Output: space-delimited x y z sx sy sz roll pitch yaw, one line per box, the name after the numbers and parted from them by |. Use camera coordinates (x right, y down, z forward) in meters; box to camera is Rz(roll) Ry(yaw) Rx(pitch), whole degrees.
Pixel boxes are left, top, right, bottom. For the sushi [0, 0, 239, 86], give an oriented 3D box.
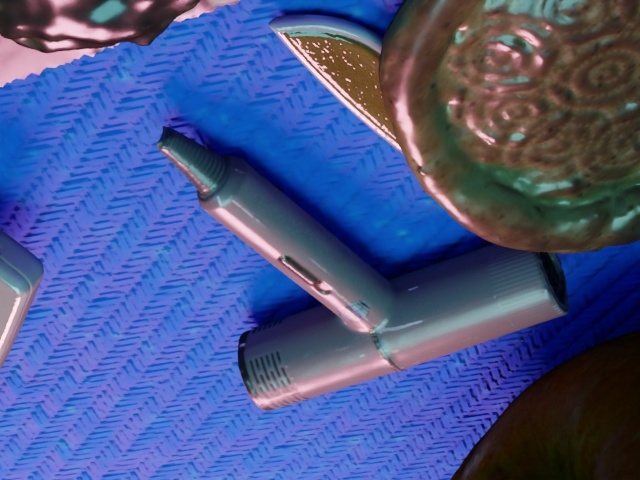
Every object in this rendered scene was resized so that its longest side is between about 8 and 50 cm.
-0.126 -0.179 0.676 0.296 0.100 0.373 -17 139 18 | sushi

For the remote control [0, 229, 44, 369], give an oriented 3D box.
-0.228 0.060 0.998 0.090 0.049 0.230 35 136 1 | remote control

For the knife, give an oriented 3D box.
0.069 -0.050 0.906 0.046 0.022 0.256 -28 134 34 | knife

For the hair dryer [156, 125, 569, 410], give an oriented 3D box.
0.010 -0.006 0.946 0.195 0.054 0.220 -19 131 18 | hair dryer

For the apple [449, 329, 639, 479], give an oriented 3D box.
0.250 0.234 0.997 0.374 0.374 0.384 20 152 -25 | apple

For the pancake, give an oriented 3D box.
0.149 -0.085 0.849 0.250 0.031 0.250 -4 139 -4 | pancake
